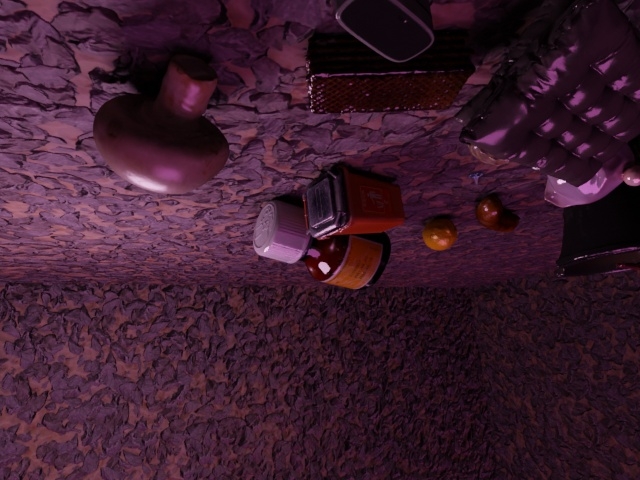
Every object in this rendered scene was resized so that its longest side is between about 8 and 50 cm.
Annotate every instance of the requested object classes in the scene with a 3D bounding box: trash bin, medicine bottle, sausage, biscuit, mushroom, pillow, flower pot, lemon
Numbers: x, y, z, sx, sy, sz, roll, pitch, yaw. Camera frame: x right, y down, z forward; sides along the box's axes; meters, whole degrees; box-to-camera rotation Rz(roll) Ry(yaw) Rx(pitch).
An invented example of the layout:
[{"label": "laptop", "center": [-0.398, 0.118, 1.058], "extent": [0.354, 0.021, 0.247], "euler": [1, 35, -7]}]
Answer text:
[{"label": "trash bin", "center": [0.062, -0.270, 0.432], "extent": [0.116, 0.129, 0.059], "euler": [10, 160, -44]}, {"label": "medicine bottle", "center": [0.000, 0.000, 1.291], "extent": [0.395, 0.242, 0.242], "euler": [21, 155, -26]}, {"label": "sausage", "center": [0.579, -0.081, 1.394], "extent": [0.103, 0.076, 0.302], "euler": [-23, 158, 32]}, {"label": "biscuit", "center": [0.102, -0.251, 0.636], "extent": [0.252, 0.070, 0.106], "euler": [-3, 166, -4]}, {"label": "mushroom", "center": [-0.245, -0.172, 0.652], "extent": [0.207, 0.206, 0.209], "euler": [-2, 144, -6]}, {"label": "pillow", "center": [0.374, -0.204, 0.614], "extent": [0.326, 0.101, 0.228], "euler": [12, 132, -31]}, {"label": "trash bin", "center": [0.085, -0.085, 1.100], "extent": [0.239, 0.161, 0.184], "euler": [2, 165, -35]}, {"label": "flower pot", "center": [0.870, -0.047, 1.252], "extent": [0.380, 0.251, 0.379], "euler": [-3, 163, -1]}, {"label": "lemon", "center": [0.425, -0.021, 1.509], "extent": [0.114, 0.114, 0.155], "euler": [0, 166, -13]}]

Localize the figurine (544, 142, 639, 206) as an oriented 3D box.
[{"label": "figurine", "center": [0.528, -0.181, 0.807], "extent": [0.133, 0.200, 0.275], "euler": [-17, 139, -13]}]

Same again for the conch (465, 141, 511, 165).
[{"label": "conch", "center": [0.350, -0.195, 0.793], "extent": [0.155, 0.130, 0.207], "euler": [20, -173, 9]}]

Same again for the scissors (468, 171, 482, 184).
[{"label": "scissors", "center": [0.427, -0.169, 1.154], "extent": [0.036, 0.006, 0.083], "euler": [-11, 164, 20]}]

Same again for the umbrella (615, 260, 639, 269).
[{"label": "umbrella", "center": [0.897, 0.073, 1.195], "extent": [0.165, 0.025, 0.027], "euler": [6, 180, -23]}]

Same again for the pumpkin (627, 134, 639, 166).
[{"label": "pumpkin", "center": [0.735, -0.204, 0.873], "extent": [0.167, 0.125, 0.167], "euler": [2, 148, 1]}]
